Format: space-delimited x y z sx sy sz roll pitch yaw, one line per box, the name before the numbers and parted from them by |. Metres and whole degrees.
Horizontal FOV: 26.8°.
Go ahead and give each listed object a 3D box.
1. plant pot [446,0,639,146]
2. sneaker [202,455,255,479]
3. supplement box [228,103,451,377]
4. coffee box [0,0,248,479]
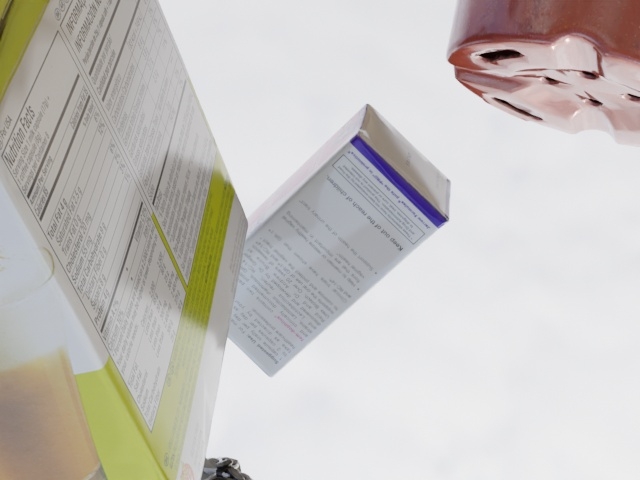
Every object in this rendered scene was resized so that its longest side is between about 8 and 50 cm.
plant pot | 0.216 -0.217 0.920 0.272 0.265 0.272 16 173 2
sneaker | -0.078 0.207 0.995 0.105 0.281 0.115 -9 -100 -46
supplement box | 0.000 0.000 1.197 0.114 0.220 0.111 43 -161 -10
coffee box | -0.274 -0.005 0.952 0.337 0.334 0.338 -10 -143 14
